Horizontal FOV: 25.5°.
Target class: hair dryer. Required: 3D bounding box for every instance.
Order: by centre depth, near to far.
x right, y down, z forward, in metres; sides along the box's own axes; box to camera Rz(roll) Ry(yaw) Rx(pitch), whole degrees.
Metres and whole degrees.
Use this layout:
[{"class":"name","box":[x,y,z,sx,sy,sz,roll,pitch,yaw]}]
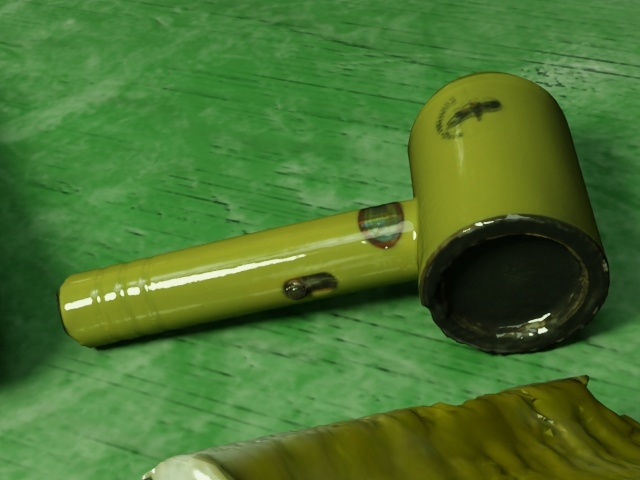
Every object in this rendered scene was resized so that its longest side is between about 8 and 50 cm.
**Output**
[{"class":"hair dryer","box":[0.000,0.000,0.736,0.278,0.090,0.135,-12,41,8]}]

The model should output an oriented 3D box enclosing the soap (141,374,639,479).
[{"class":"soap","box":[0.078,0.214,0.500,0.169,0.305,0.338,12,6,33]}]
